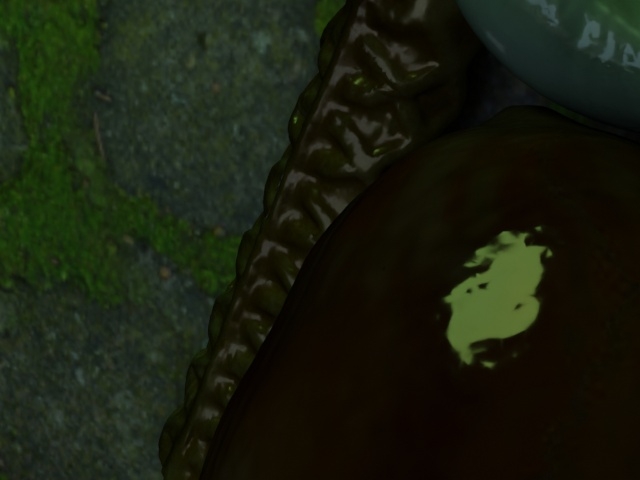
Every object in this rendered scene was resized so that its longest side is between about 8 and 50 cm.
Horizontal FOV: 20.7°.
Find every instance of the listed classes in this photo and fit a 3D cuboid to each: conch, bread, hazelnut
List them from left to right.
[{"bbox_3d":[-0.001,-0.001,0.928,0.077,0.084,0.367,18,114,-15],"label":"bread"},{"bbox_3d":[0.092,0.133,0.756,0.366,0.366,0.366,7,104,31],"label":"hazelnut"},{"bbox_3d":[0.154,-0.132,0.770,0.221,0.121,0.185,42,88,8],"label":"conch"}]
